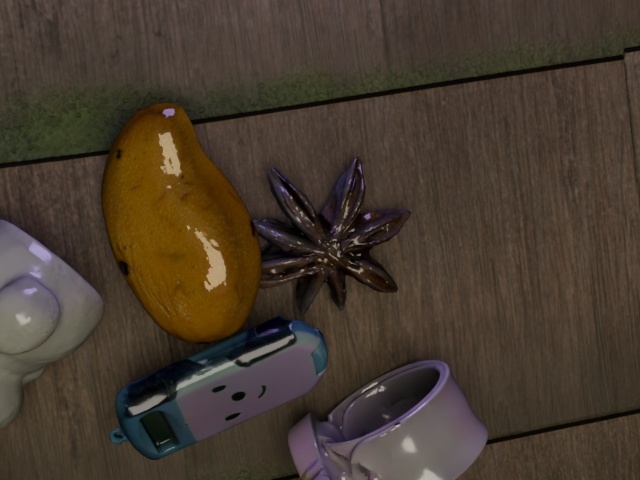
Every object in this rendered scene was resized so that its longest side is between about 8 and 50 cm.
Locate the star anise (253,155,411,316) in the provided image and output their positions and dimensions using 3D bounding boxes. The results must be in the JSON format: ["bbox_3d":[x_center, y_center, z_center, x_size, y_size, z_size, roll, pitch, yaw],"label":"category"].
[{"bbox_3d":[0.000,0.000,1.769,0.236,0.093,0.229,-30,108,-1],"label":"star anise"}]

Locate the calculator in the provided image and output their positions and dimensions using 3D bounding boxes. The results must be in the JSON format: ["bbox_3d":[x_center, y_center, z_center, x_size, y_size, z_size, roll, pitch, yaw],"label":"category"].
[{"bbox_3d":[-0.126,0.185,1.743,0.293,0.173,0.051,-24,61,-6],"label":"calculator"}]

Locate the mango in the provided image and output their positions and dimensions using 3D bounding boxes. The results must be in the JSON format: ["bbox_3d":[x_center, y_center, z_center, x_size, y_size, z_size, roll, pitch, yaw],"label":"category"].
[{"bbox_3d":[-0.170,-0.017,1.709,0.177,0.120,0.295,-18,91,17],"label":"mango"}]

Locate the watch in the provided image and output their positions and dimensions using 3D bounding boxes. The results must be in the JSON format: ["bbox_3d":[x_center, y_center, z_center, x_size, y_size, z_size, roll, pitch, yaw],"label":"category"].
[{"bbox_3d":[0.098,0.276,1.748,0.231,0.244,0.196,-29,102,2],"label":"watch"}]

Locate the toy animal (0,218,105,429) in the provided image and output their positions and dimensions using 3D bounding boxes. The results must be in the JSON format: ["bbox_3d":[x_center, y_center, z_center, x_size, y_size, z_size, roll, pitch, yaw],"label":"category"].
[{"bbox_3d":[-0.422,0.153,1.633,0.196,0.241,0.367,43,89,-12],"label":"toy animal"}]
